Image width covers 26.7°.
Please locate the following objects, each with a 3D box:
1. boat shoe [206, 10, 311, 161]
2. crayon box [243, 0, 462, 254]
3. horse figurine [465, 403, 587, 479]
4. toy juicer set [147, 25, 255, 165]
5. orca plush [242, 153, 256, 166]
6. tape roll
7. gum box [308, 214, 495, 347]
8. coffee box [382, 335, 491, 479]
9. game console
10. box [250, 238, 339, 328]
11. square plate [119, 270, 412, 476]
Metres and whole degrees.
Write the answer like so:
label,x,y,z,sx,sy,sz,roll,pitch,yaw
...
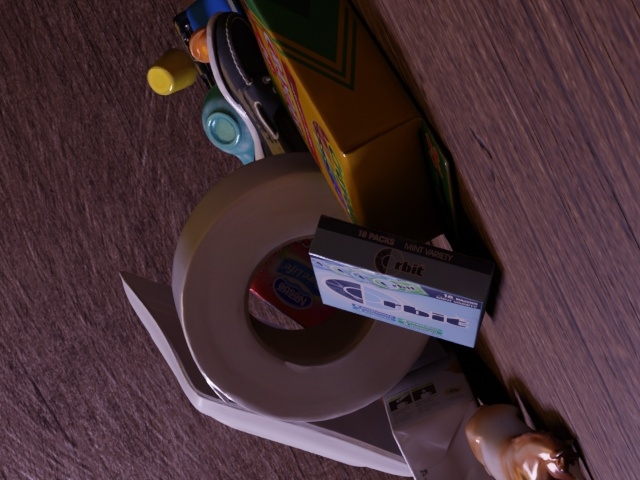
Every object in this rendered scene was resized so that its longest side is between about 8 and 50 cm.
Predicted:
label,x,y,z,sx,sy,sz,roll,pitch,yaw
boat shoe,-0.063,-0.195,1.924,0.114,0.091,0.302,-46,-64,-47
crayon box,0.026,-0.118,1.261,0.318,0.081,0.202,61,175,33
horse figurine,0.201,0.224,1.315,0.174,0.066,0.263,63,176,-20
toy juicer set,-0.116,-0.214,2.196,0.329,0.209,0.089,50,-139,-4
orca plush,-0.098,-0.098,2.116,0.102,0.151,0.287,19,140,31
tape roll,-0.019,0.051,1.469,0.286,0.286,0.100,65,176,-21
gum box,0.075,0.041,1.231,0.184,0.157,0.041,79,-152,-73
coffee box,0.135,0.199,1.549,0.246,0.098,0.141,-104,-10,-69
game console,-0.111,-0.295,2.333,0.293,0.173,0.250,64,-153,-3
box,-0.022,0.047,1.893,0.257,0.128,0.122,34,177,-2
square plate,-0.068,0.172,1.679,0.344,0.049,0.347,22,-168,-30
